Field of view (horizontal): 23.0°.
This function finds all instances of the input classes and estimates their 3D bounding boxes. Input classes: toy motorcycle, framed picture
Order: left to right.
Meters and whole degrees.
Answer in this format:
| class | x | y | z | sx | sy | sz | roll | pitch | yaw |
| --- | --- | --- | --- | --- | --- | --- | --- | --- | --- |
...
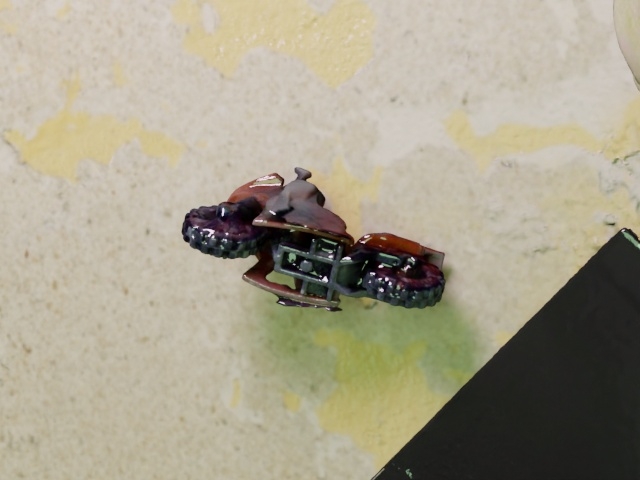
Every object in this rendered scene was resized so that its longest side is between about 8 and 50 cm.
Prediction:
| class | x | y | z | sx | sy | sz | roll | pitch | yaw |
| --- | --- | --- | --- | --- | --- | --- | --- | --- | --- |
| toy motorcycle | 0.000 | 0.000 | 1.257 | 0.212 | 0.118 | 0.084 | 16 | 114 | 7 |
| framed picture | 0.208 | 0.186 | 1.209 | 0.244 | 0.013 | 0.324 | 47 | 113 | 12 |

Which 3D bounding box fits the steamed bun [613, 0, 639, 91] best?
| class | x | y | z | sx | sy | sz | roll | pitch | yaw |
| --- | --- | --- | --- | --- | --- | --- | --- | --- | --- |
| steamed bun | 0.331 | -0.128 | 1.033 | 0.320 | 0.275 | 0.206 | 6 | 103 | -20 |
